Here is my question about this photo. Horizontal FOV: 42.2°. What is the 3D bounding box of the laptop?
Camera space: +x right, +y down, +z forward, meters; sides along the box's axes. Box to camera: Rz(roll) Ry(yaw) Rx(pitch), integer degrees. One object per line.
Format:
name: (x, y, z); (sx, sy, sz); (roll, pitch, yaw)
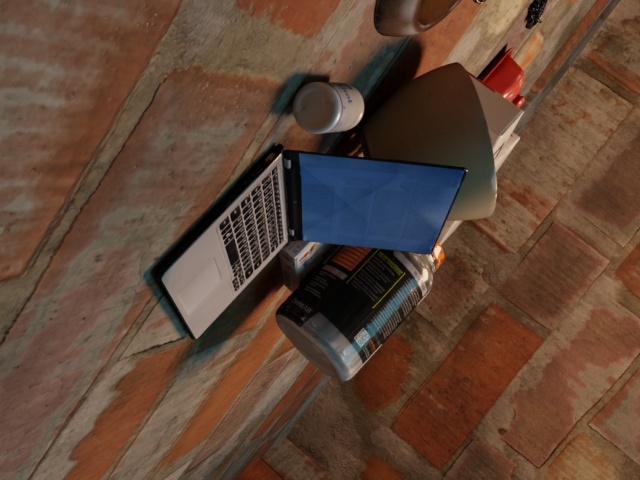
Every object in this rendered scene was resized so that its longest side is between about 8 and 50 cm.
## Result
laptop: (-0.012, 0.033, 1.325); (0.408, 0.236, 0.382); (-48, 167, -15)

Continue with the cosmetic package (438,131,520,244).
cosmetic package: (0.401, -0.175, 2.407); (0.197, 0.155, 0.365); (-41, 164, -40)

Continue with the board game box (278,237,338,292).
board game box: (0.000, 0.000, 1.705); (0.193, 0.053, 0.305); (-47, 168, -14)

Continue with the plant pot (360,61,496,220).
plant pot: (0.178, -0.157, 1.486); (0.191, 0.284, 0.284); (-14, 164, -2)

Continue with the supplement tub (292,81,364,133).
supplement tub: (0.012, -0.185, 1.157); (0.071, 0.071, 0.107); (-56, 168, 21)

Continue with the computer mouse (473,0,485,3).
computer mouse: (0.359, -0.522, 1.524); (0.242, 0.041, 0.071); (-41, 158, -12)

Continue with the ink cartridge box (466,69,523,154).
ink cartridge box: (0.334, -0.249, 1.897); (0.100, 0.172, 0.237); (-46, 167, -23)

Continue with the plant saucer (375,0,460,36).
plant saucer: (0.194, -0.416, 1.195); (0.310, 0.050, 0.310); (-48, 169, -13)

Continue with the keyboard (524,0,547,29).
keyboard: (0.545, -0.571, 2.039); (0.100, 0.038, 0.192); (-49, 167, -6)

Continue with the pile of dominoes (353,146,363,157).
pile of dominoes: (0.128, -0.166, 1.715); (0.196, 0.040, 0.251); (-47, 168, -15)

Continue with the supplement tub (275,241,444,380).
supplement tub: (0.087, 0.104, 1.709); (0.338, 0.207, 0.207); (-45, 167, -16)

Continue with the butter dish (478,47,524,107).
butter dish: (0.467, -0.382, 2.117); (0.160, 0.118, 0.160); (-49, 168, -10)
